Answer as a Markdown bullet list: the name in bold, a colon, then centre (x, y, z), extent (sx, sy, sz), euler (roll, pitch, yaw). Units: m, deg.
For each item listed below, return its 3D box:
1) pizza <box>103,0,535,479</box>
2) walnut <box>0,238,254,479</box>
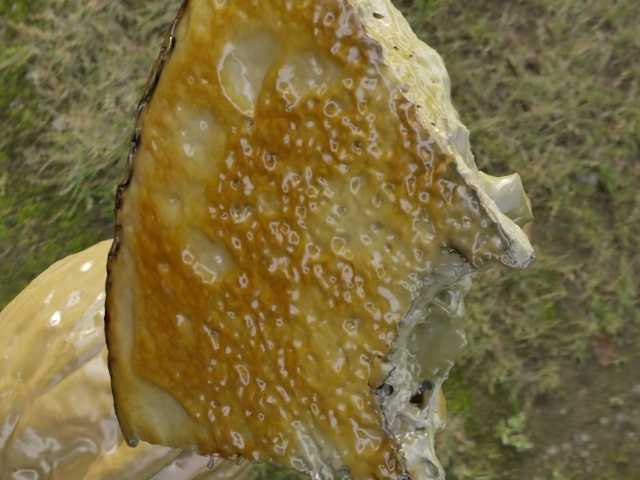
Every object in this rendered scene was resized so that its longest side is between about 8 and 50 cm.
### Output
- **pizza**: centre (0.000, 0.000, 0.631), extent (0.223, 0.323, 0.089), euler (32, 32, 23)
- **walnut**: centre (-0.146, 0.116, 0.967), extent (0.261, 0.225, 0.225), euler (-40, 97, -17)
